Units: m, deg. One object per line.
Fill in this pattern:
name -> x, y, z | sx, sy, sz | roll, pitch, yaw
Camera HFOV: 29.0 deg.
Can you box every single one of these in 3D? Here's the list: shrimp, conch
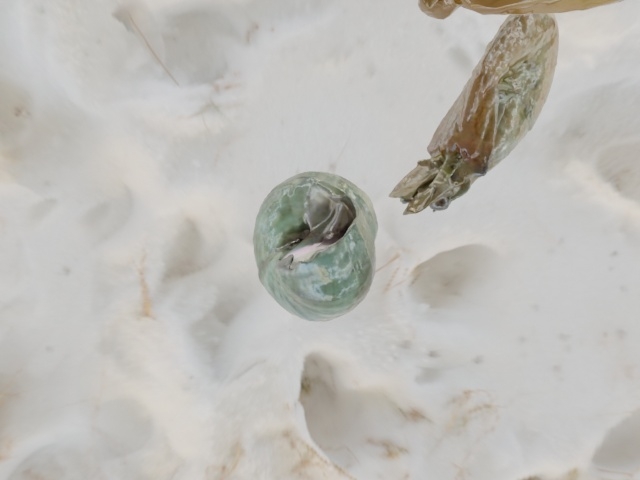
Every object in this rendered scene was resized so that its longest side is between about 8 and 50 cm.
shrimp -> 0.180, -0.148, 1.380 | 0.077, 0.168, 0.317 | 22, 57, 30
conch -> 0.000, 0.000, 1.673 | 0.195, 0.277, 0.220 | 43, 125, 4

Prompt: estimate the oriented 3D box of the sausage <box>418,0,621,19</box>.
sausage -> 0.119, -0.211, 0.342 | 0.134, 0.116, 0.354 | 32, 92, 15
